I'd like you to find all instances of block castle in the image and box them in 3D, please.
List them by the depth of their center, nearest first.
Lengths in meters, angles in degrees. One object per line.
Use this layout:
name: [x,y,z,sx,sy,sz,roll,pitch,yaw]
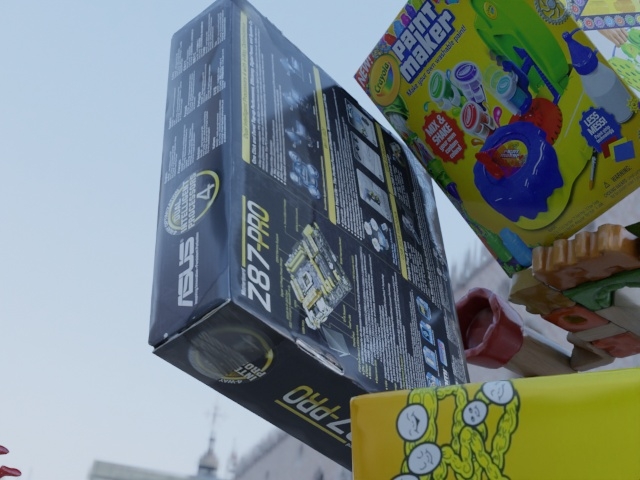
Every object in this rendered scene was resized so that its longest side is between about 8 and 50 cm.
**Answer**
block castle: [0.296,0.142,1.052,0.213,0.303,0.453,28,-33,-30]

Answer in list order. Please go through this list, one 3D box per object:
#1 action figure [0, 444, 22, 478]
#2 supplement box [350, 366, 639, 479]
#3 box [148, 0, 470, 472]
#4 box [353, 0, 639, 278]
action figure: [-0.259,0.199,0.802,0.115,0.038,0.030,-48,-32,5]
supplement box: [0.212,0.166,0.574,0.356,0.194,0.195,-12,-17,38]
box: [0.000,0.000,1.006,0.097,0.395,0.318,-31,-50,25]
box: [0.227,-0.162,1.096,0.279,0.177,0.290,53,-31,8]
